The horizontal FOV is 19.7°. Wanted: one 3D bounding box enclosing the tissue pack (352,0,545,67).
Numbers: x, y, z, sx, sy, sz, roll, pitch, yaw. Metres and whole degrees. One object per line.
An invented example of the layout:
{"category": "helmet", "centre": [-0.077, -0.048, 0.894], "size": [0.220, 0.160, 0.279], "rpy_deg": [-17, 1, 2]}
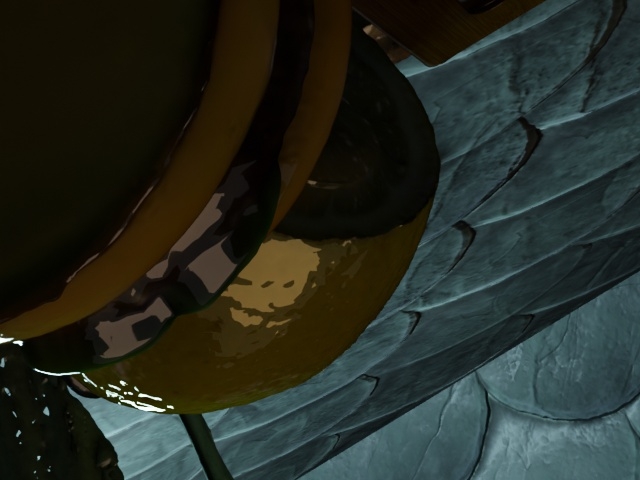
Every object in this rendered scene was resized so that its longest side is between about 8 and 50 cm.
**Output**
{"category": "tissue pack", "centre": [0.089, -0.255, 1.429], "size": [0.159, 0.136, 0.246], "rpy_deg": [-30, 162, 15]}

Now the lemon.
{"category": "lemon", "centre": [-0.100, -0.021, 1.471], "size": [0.364, 0.364, 0.364], "rpy_deg": [-24, 163, -8]}

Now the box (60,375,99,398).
{"category": "box", "centre": [-0.182, 0.030, 1.669], "size": [0.201, 0.042, 0.212], "rpy_deg": [-40, 125, -25]}

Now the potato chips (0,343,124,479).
{"category": "potato chips", "centre": [-0.402, 0.194, 1.717], "size": [0.373, 0.389, 0.097], "rpy_deg": [-33, -170, 10]}

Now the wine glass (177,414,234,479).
{"category": "wine glass", "centre": [-0.143, 0.154, 1.849], "size": [0.267, 0.406, 0.267], "rpy_deg": [-24, 166, -6]}

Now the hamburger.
{"category": "hamburger", "centre": [-0.177, -0.138, 0.997], "size": [0.396, 0.395, 0.277], "rpy_deg": [-30, 172, 12]}

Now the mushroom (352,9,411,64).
{"category": "mushroom", "centre": [0.009, -0.170, 1.648], "size": [0.210, 0.072, 0.094], "rpy_deg": [-29, 145, 2]}
